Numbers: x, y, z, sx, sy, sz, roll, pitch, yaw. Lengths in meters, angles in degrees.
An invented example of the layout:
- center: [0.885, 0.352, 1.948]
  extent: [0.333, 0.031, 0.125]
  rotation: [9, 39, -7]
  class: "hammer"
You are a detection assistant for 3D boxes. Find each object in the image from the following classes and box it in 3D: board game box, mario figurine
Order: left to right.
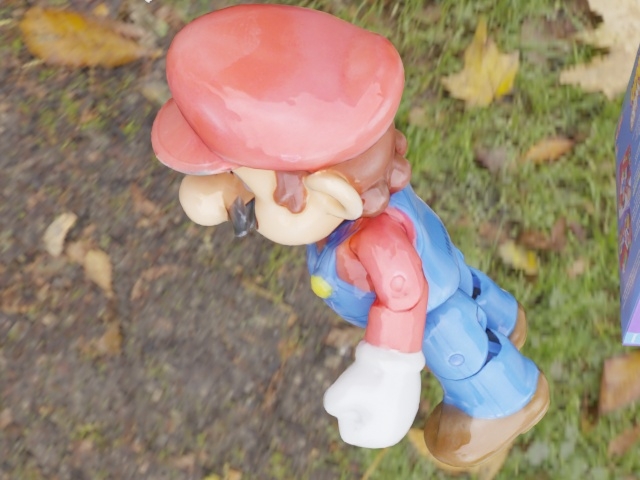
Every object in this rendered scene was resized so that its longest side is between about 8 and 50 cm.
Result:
- center: [0.000, 0.000, 0.989]
  extent: [0.170, 0.198, 0.320]
  rotation: [-48, 126, -15]
  class: "mario figurine"
- center: [0.321, -0.081, 1.478]
  extent: [0.078, 0.347, 0.233]
  rotation: [2, 64, 2]
  class: "board game box"
